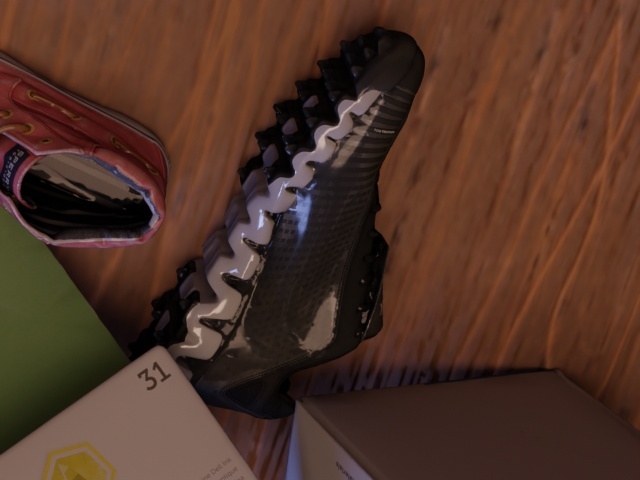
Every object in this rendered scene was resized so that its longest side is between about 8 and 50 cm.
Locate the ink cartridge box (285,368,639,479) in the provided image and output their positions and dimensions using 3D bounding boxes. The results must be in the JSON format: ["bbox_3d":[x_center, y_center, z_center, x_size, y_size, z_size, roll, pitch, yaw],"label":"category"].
[{"bbox_3d":[0.082,0.213,0.849,0.171,0.168,0.233,-4,113,-28],"label":"ink cartridge box"}]

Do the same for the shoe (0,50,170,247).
[{"bbox_3d":[-0.156,-0.051,0.790,0.178,0.081,0.063,22,106,-14],"label":"shoe"}]

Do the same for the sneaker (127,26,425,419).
[{"bbox_3d":[0.000,0.000,0.834,0.106,0.078,0.234,28,109,-19],"label":"sneaker"}]

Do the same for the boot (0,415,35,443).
[{"bbox_3d":[-0.237,0.148,0.864,0.263,0.091,0.229,31,109,-13],"label":"boot"}]

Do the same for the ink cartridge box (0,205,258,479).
[{"bbox_3d":[-0.145,0.100,0.764,0.171,0.056,0.235,-35,90,-28],"label":"ink cartridge box"}]
